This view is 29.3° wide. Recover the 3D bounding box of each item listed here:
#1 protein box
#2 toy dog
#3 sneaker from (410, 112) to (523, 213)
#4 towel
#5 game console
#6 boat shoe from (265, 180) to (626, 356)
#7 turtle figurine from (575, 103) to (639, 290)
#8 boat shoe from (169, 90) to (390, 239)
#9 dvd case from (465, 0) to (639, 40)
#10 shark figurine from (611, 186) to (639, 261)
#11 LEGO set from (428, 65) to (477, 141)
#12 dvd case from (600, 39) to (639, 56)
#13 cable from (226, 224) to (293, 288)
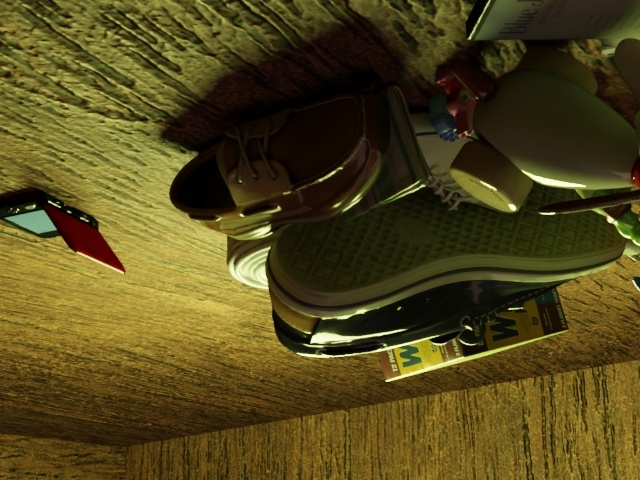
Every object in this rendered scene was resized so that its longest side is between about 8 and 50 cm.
[{"bbox_3d":[0.208,0.104,1.780,0.201,0.136,0.200,-10,170,-33],"label":"protein box"},{"bbox_3d":[0.238,-0.106,1.113,0.333,0.220,0.161,-4,151,45],"label":"toy dog"},{"bbox_3d":[0.156,-0.085,1.411,0.258,0.091,0.094,8,159,-39],"label":"sneaker"},{"bbox_3d":[0.055,-0.092,1.327,0.023,0.113,0.152,-12,172,-36],"label":"towel"},{"bbox_3d":[-0.333,-0.001,1.545,0.124,0.085,0.144,-11,163,16],"label":"game console"},{"bbox_3d":[0.156,0.032,1.522,0.500,0.187,0.156,-12,140,-25],"label":"boat shoe"},{"bbox_3d":[0.383,-0.094,1.320,0.197,0.266,0.274,22,-139,27],"label":"turtle figurine"},{"bbox_3d":[-0.055,-0.075,1.329,0.120,0.123,0.324,10,157,-34],"label":"boat shoe"},{"bbox_3d":[0.267,-0.221,1.052,0.253,0.022,0.180,-2,164,-7],"label":"dvd case"},{"bbox_3d":[0.429,-0.032,1.691,0.278,0.116,0.166,8,-166,-17],"label":"shark figurine"},{"bbox_3d":[0.201,-0.112,1.331,0.227,0.093,0.087,6,160,-35],"label":"LEGO set"},{"bbox_3d":[0.338,-0.229,1.113,0.164,0.018,0.221,-9,164,10],"label":"dvd case"},{"bbox_3d":[0.000,0.000,1.658,0.257,0.089,0.257,1,162,-21],"label":"cable"}]
